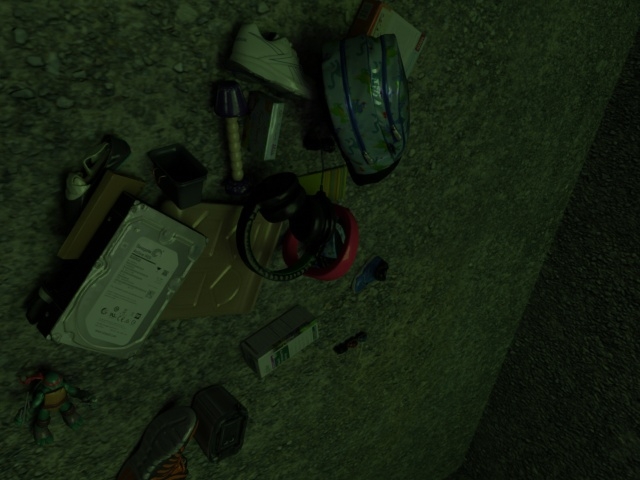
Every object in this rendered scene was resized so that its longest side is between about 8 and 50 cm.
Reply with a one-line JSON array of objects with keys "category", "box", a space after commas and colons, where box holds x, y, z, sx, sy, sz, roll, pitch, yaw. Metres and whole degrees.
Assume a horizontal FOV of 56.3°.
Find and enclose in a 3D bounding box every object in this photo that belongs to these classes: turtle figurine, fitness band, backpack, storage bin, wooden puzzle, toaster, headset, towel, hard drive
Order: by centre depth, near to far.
[{"category": "hard drive", "box": [-0.419, 0.088, 1.307, 0.338, 0.064, 0.237, -58, 142, -3]}, {"category": "storage bin", "box": [-0.319, -0.134, 1.324, 0.098, 0.135, 0.091, -25, 142, -34]}, {"category": "turtle figurine", "box": [-0.613, 0.375, 1.384, 0.175, 0.118, 0.234, -8, 139, -27]}, {"category": "backpack", "box": [0.111, -0.345, 1.466, 0.355, 0.274, 0.289, 40, 48, -49]}, {"category": "wooden puzzle", "box": [-0.289, 0.047, 1.528, 0.348, 0.080, 0.321, 4, 113, -43]}, {"category": "headset", "box": [-0.075, -0.091, 1.533, 0.243, 0.185, 0.394, 32, 84, -37]}, {"category": "fitness band", "box": [0.000, 0.000, 1.627, 0.054, 0.291, 0.208, 21, 85, -37]}, {"category": "towel", "box": [-0.018, -0.149, 1.716, 0.237, 0.021, 0.102, -17, 123, -38]}, {"category": "backpack", "box": [0.031, -0.013, 1.751, 0.173, 0.117, 0.158, 76, 27, -49]}, {"category": "toaster", "box": [-0.309, 0.542, 1.798, 0.129, 0.146, 0.226, -15, 127, -41]}]

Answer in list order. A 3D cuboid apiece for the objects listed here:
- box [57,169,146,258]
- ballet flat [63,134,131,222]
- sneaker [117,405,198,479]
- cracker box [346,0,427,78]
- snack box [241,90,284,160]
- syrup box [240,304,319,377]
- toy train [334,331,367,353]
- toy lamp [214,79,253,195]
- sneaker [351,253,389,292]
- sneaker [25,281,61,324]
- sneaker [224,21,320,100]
[{"category": "box", "box": [-0.454, -0.050, 1.254, 0.201, 0.021, 0.164, -57, 174, 3]}, {"category": "ballet flat", "box": [-0.469, -0.132, 1.210, 0.203, 0.074, 0.074, -55, 142, -11]}, {"category": "sneaker", "box": [-0.438, 0.615, 1.755, 0.321, 0.124, 0.180, -48, 147, 7]}, {"category": "cracker box", "box": [0.173, -0.525, 1.607, 0.232, 0.067, 0.155, 13, 107, -49]}, {"category": "snack box", "box": [-0.139, -0.274, 1.429, 0.037, 0.100, 0.141, -12, 125, -41]}, {"category": "syrup box", "box": [-0.124, 0.313, 1.871, 0.237, 0.096, 0.093, -32, 137, -28]}, {"category": "toy train", "box": [0.119, 0.381, 2.224, 0.158, 0.036, 0.027, -24, 132, -34]}, {"category": "toy lamp", "box": [-0.203, -0.239, 1.408, 0.080, 0.080, 0.274, -29, 136, -30]}, {"category": "sneaker", "box": [0.176, 0.128, 2.064, 0.152, 0.085, 0.058, -55, 142, -1]}, {"category": "sneaker", "box": [-0.556, 0.178, 1.339, 0.106, 0.078, 0.234, -48, 141, 0]}, {"category": "sneaker", "box": [-0.088, -0.405, 1.390, 0.297, 0.111, 0.129, 11, 91, -55]}]
